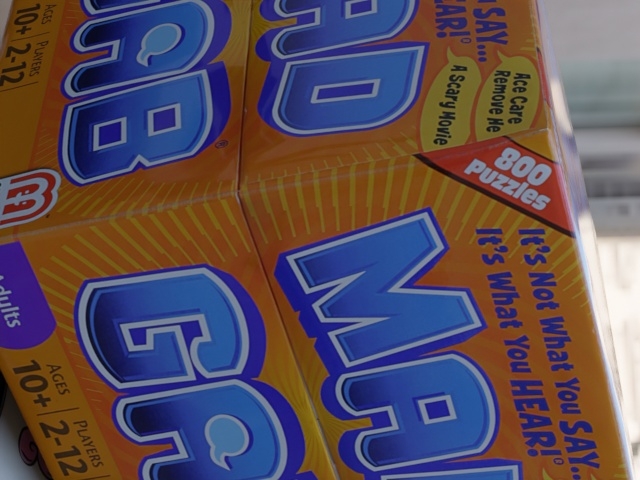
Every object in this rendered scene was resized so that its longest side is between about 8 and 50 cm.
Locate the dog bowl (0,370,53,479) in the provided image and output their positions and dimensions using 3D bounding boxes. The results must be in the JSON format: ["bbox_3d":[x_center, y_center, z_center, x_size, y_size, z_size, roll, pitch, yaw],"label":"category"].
[{"bbox_3d":[-0.368,0.145,1.248,0.408,0.408,0.150,-93,167,-47],"label":"dog bowl"}]

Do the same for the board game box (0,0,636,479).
[{"bbox_3d":[0.000,0.000,1.278,0.356,0.356,0.356,-89,165,-52],"label":"board game box"}]
